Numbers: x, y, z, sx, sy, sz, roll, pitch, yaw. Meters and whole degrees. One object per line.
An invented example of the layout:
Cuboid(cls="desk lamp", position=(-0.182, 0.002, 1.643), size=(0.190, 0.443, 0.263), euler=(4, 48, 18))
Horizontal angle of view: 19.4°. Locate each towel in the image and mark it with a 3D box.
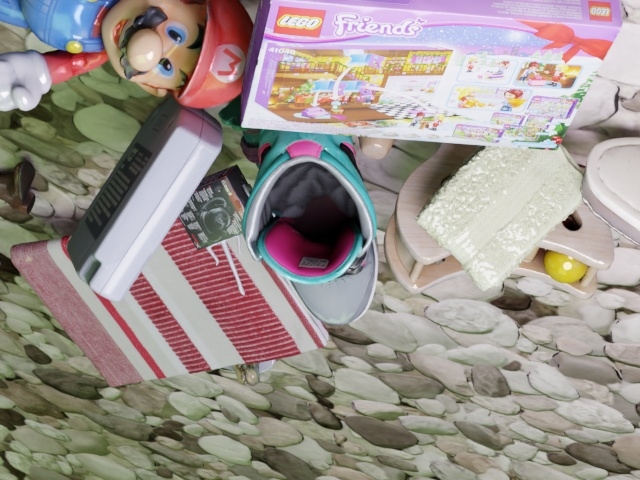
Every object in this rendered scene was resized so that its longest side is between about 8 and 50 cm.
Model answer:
Cuboid(cls="towel", position=(0.169, -0.037, 1.721), size=(0.110, 0.148, 0.027), euler=(46, 177, -6))
Cuboid(cls="towel", position=(-0.177, 0.063, 2.204), size=(0.329, 0.037, 0.237), euler=(-11, 129, 30))

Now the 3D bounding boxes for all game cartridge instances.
Cuboid(cls="game cartridge", position=(-0.172, -0.048, 1.832), size=(0.062, 0.198, 0.297), euler=(37, 179, -12))

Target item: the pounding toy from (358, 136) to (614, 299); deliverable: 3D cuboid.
Cuboid(cls="pounding toy", position=(0.151, -0.035, 1.767), size=(0.270, 0.154, 0.155), euler=(19, 152, 1))

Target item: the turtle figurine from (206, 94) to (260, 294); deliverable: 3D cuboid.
Cuboid(cls="turtle figurine", position=(-0.036, -0.039, 1.922), size=(0.175, 0.118, 0.234), euler=(-1, 132, 3))

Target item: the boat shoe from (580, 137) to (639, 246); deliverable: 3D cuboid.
Cuboid(cls="boat shoe", position=(0.380, 0.002, 1.731), size=(0.324, 0.116, 0.096), euler=(19, 149, -9))

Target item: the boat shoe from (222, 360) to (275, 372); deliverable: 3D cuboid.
Cuboid(cls="boat shoe", position=(-0.116, 0.142, 2.369), size=(0.142, 0.049, 0.040), euler=(3, 180, 26))

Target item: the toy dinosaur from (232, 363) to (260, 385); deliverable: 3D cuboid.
Cuboid(cls="toy dinosaur", position=(-0.183, 0.086, 2.300), size=(0.118, 0.064, 0.268), euler=(-19, 128, 44))

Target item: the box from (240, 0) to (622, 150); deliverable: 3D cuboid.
Cuboid(cls="box", position=(0.088, -0.159, 1.600), size=(0.293, 0.057, 0.201), euler=(4, 152, -9))

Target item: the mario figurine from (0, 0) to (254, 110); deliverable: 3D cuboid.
Cuboid(cls="mario figurine", position=(-0.210, -0.208, 1.687), size=(0.321, 0.170, 0.198), euler=(21, 150, 2))

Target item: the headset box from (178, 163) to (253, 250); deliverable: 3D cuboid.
Cuboid(cls="headset box", position=(-0.099, -0.034, 1.859), size=(0.083, 0.032, 0.062), euler=(-21, 107, 29))

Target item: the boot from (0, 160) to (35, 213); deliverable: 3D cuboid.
Cuboid(cls="boot", position=(-0.389, -0.077, 2.170), size=(0.114, 0.037, 0.106), euler=(23, 150, 5))

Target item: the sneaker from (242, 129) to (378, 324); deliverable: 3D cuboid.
Cuboid(cls="sneaker", position=(0.000, 0.000, 1.771), size=(0.124, 0.178, 0.295), euler=(-7, 126, 8))
